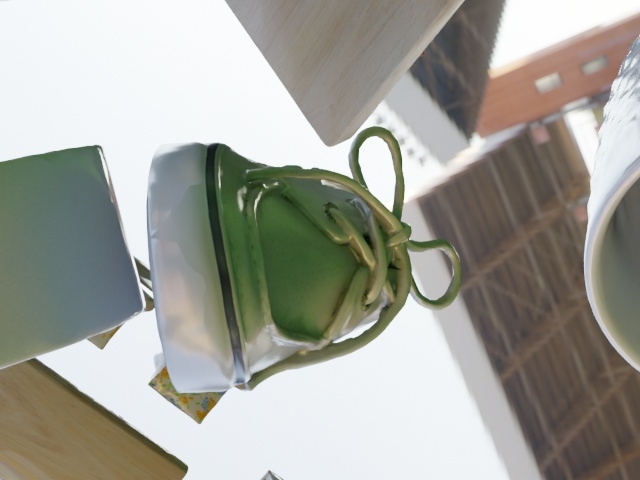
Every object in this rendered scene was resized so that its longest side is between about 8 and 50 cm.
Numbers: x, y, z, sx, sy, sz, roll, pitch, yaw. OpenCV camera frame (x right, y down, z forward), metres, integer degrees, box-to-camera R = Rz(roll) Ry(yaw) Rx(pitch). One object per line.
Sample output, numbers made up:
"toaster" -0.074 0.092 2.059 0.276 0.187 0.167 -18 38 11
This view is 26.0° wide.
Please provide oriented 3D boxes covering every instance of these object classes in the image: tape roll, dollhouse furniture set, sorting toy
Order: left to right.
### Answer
"tape roll" -0.245 0.028 0.757 0.286 0.286 0.100 -24 -79 -65
"dollhouse furniture set" -0.178 0.268 1.358 0.394 0.362 0.256 39 -175 -19
"sorting toy" 0.021 -0.250 1.077 0.089 0.257 0.255 -25 -104 -37

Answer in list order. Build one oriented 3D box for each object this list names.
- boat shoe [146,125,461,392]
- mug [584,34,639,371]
"boat shoe" 0.001 0.009 0.795 0.367 0.157 0.135 3 -100 -86
"mug" 0.397 -0.051 1.077 0.374 0.276 0.328 26 -141 -5
